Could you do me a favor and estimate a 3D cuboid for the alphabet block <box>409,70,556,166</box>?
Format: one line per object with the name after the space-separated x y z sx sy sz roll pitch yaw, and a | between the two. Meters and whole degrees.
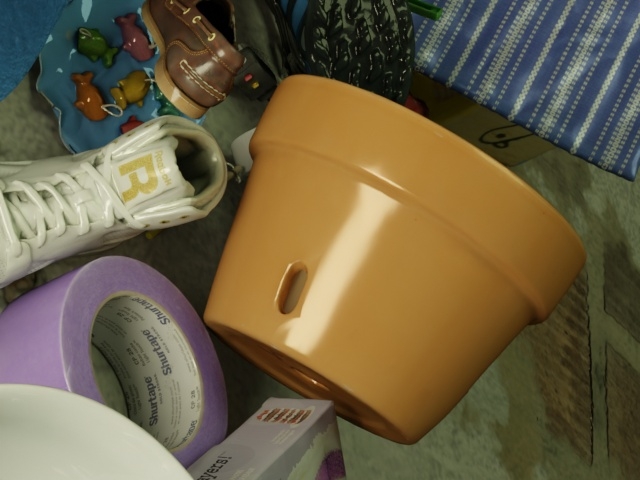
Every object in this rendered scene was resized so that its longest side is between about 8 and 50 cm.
0.218 -0.218 2.166 0.197 0.192 0.193 15 55 -51 | alphabet block

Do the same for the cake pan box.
-0.052 0.281 1.463 0.267 0.070 0.246 -37 120 -58 | cake pan box

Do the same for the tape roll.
-0.161 0.112 1.475 0.189 0.080 0.189 35 44 -41 | tape roll

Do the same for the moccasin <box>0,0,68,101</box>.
-0.270 -0.178 1.465 0.342 0.116 0.138 -52 125 -43 | moccasin

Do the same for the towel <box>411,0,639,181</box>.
0.225 -0.235 2.007 0.336 0.040 0.243 28 67 2 | towel

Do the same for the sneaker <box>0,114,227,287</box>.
-0.190 -0.037 1.446 0.292 0.169 0.108 -20 89 -58 | sneaker

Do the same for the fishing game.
-0.165 -0.140 1.644 0.189 0.041 0.264 -34 104 -46 | fishing game

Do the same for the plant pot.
0.040 0.030 1.552 0.291 0.291 0.203 39 77 -37 | plant pot

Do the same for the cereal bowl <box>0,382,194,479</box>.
-0.206 0.268 1.209 0.339 0.141 0.339 17 63 -36 | cereal bowl

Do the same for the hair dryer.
0.019 -0.181 1.944 0.293 0.080 0.224 38 40 -38 | hair dryer

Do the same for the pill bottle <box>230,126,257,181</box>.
0.000 0.000 1.753 0.121 0.121 0.221 -7 76 -58 | pill bottle

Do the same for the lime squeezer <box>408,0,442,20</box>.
-0.005 -0.326 1.963 0.310 0.110 0.059 51 25 -6 | lime squeezer

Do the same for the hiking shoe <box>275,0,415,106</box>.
0.008 -0.241 1.839 0.113 0.132 0.304 -14 90 -17 | hiking shoe

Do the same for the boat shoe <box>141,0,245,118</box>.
-0.097 -0.170 1.581 0.073 0.073 0.207 34 18 -27 | boat shoe
